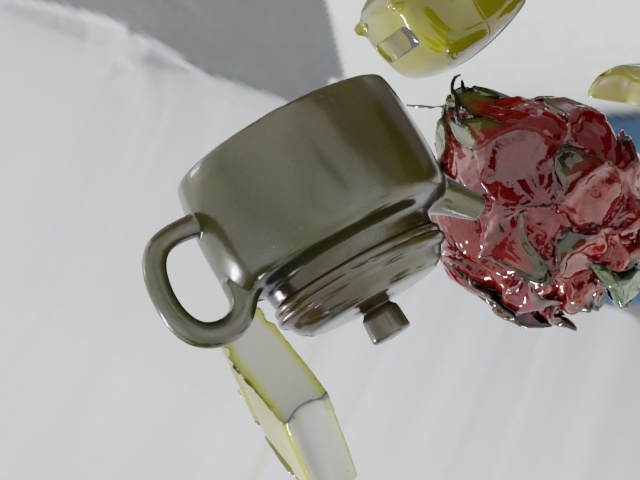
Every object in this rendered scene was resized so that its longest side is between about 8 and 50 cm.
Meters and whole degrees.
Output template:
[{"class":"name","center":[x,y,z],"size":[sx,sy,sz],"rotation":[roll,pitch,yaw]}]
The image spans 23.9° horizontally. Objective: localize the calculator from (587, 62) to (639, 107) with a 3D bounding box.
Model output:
[{"class":"calculator","center":[0.339,-0.115,1.212],"size":[0.236,0.033,0.157],"rotation":[-2,-164,-36]}]

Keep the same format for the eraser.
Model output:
[{"class":"eraser","center":[-0.039,0.193,1.747],"size":[0.158,0.069,0.226],"rotation":[47,165,32]}]

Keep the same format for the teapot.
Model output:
[{"class":"teapot","center":[0.000,0.000,1.108],"size":[0.175,0.268,0.185],"rotation":[60,159,10]}]

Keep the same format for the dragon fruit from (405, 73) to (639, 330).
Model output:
[{"class":"dragon fruit","center":[0.192,-0.044,1.472],"size":[0.293,0.234,0.234],"rotation":[39,171,29]}]

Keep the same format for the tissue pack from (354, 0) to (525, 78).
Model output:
[{"class":"tissue pack","center":[0.117,-0.235,1.548],"size":[0.123,0.127,0.178],"rotation":[53,164,-5]}]
